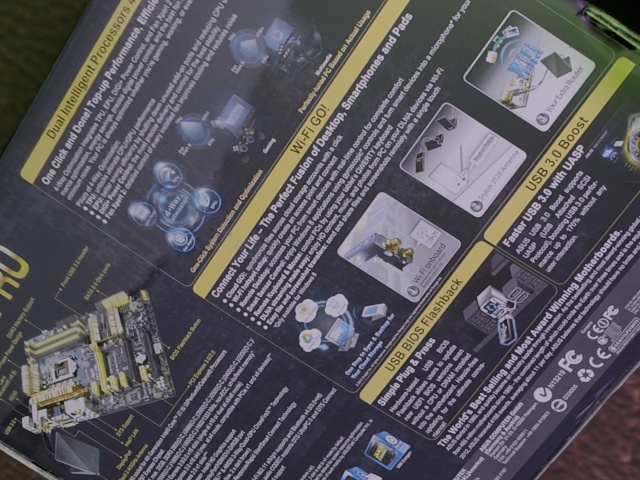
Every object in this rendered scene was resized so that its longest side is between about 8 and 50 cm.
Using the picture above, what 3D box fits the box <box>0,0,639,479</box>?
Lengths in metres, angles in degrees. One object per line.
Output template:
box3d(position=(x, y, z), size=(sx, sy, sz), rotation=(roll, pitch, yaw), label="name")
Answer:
box3d(position=(0.000, 0.000, 0.904), size=(0.318, 0.097, 0.395), rotation=(31, 120, -7), label="box")
